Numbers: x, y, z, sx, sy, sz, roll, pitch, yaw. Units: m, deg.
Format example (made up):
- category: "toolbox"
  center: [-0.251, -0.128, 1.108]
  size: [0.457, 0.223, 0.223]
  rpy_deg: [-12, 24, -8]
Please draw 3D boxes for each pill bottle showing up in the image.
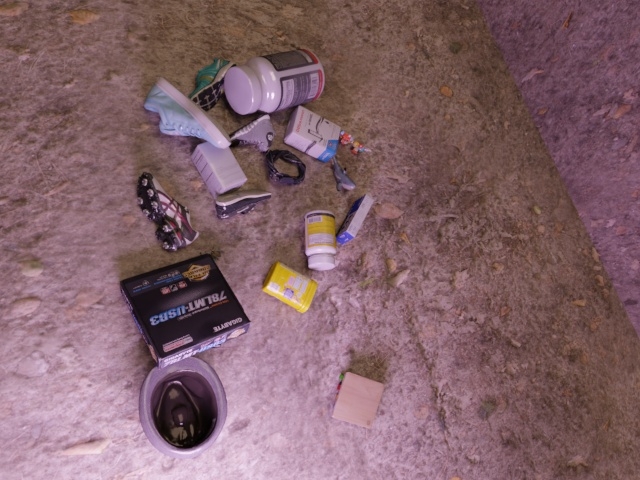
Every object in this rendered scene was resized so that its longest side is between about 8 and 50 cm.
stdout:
- category: "pill bottle"
  center: [-0.175, -0.613, 1.858]
  size: [0.363, 0.210, 0.210]
  rpy_deg: [-27, 87, -38]
- category: "pill bottle"
  center: [0.000, 0.000, 1.802]
  size: [0.119, 0.119, 0.208]
  rpy_deg: [8, 69, -28]

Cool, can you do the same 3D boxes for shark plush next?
- category: "shark plush"
  center: [0.096, -0.281, 1.990]
  size: [0.073, 0.067, 0.161]
  rpy_deg: [-11, 78, -32]

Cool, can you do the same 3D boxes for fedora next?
- category: "fedora"
  center: [-0.403, 0.485, 1.388]
  size: [0.244, 0.124, 0.275]
  rpy_deg: [-16, 74, -34]

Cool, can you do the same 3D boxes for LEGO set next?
- category: "LEGO set"
  center: [-0.369, 0.050, 1.634]
  size: [0.083, 0.023, 0.054]
  rpy_deg: [7, 66, -14]

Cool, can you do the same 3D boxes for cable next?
- category: "cable"
  center: [-0.135, -0.288, 1.876]
  size: [0.185, 0.047, 0.150]
  rpy_deg: [-6, 68, -41]

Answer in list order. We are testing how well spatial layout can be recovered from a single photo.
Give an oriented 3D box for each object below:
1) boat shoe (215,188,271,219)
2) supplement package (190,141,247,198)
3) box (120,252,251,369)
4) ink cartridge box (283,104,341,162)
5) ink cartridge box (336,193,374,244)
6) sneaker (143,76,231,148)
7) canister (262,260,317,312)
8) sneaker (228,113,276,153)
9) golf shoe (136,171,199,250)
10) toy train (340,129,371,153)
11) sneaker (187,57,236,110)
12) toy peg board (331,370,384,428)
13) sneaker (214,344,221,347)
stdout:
- category: "boat shoe"
  center: [-0.276, -0.136, 1.732]
  size: [0.233, 0.084, 0.079]
  rpy_deg: [-22, 122, -41]
- category: "supplement package"
  center: [-0.360, -0.256, 1.696]
  size: [0.105, 0.105, 0.179]
  rpy_deg: [-29, 89, -33]
- category: "box"
  center: [-0.409, 0.202, 1.459]
  size: [0.296, 0.073, 0.293]
  rpy_deg: [-18, 57, -34]
- category: "ink cartridge box"
  center: [-0.032, -0.435, 1.961]
  size: [0.203, 0.086, 0.148]
  rpy_deg: [22, 62, -22]
- category: "ink cartridge box"
  center: [0.135, -0.086, 1.924]
  size: [0.046, 0.097, 0.207]
  rpy_deg: [38, 57, -13]
- category: "sneaker"
  center: [-0.461, -0.400, 1.644]
  size: [0.366, 0.135, 0.150]
  rpy_deg: [42, 96, 19]
- category: "canister"
  center: [-0.109, 0.163, 1.708]
  size: [0.170, 0.073, 0.126]
  rpy_deg: [31, 60, -15]
- category: "sneaker"
  center: [-0.258, -0.374, 1.815]
  size: [0.229, 0.086, 0.132]
  rpy_deg: [-38, 112, -21]
- category: "golf shoe"
  center: [-0.506, -0.100, 1.574]
  size: [0.120, 0.105, 0.272]
  rpy_deg: [-28, 94, -50]
- category: "toy train"
  center: [0.133, -0.410, 2.038]
  size: [0.166, 0.125, 0.046]
  rpy_deg: [30, 97, -28]
- category: "sneaker"
  center: [-0.422, -0.585, 1.802]
  size: [0.110, 0.107, 0.275]
  rpy_deg: [25, 59, 8]
- category: "toy peg board"
  center: [0.121, 0.560, 1.706]
  size: [0.161, 0.079, 0.160]
  rpy_deg: [24, 78, -20]
- category: "sneaker"
  center: [-0.367, 0.317, 1.523]
  size: [0.109, 0.040, 0.043]
  rpy_deg: [16, 63, -25]
